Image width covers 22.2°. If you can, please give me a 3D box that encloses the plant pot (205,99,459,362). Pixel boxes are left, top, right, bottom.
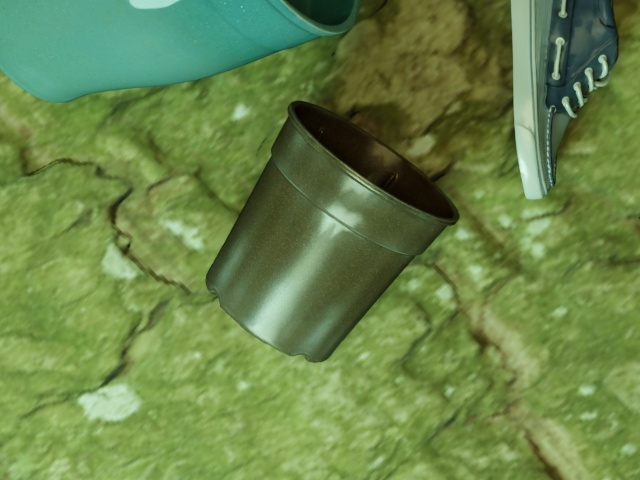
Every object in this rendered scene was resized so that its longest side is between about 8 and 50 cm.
[{"bbox_3d":[0.000,0.000,1.336,0.167,0.167,0.165,36,104,5],"label":"plant pot"}]

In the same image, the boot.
[{"bbox_3d":[0.203,-0.130,1.340,0.086,0.069,0.190,-2,91,11],"label":"boot"}]

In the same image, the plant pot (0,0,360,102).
[{"bbox_3d":[-0.144,-0.238,1.303,0.255,0.271,0.272,-24,89,24],"label":"plant pot"}]
